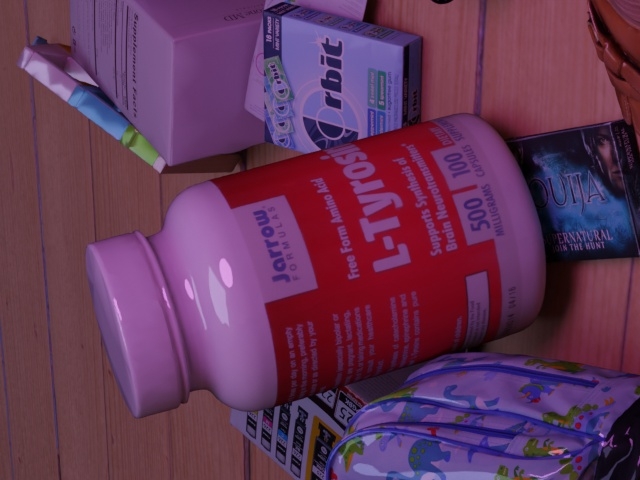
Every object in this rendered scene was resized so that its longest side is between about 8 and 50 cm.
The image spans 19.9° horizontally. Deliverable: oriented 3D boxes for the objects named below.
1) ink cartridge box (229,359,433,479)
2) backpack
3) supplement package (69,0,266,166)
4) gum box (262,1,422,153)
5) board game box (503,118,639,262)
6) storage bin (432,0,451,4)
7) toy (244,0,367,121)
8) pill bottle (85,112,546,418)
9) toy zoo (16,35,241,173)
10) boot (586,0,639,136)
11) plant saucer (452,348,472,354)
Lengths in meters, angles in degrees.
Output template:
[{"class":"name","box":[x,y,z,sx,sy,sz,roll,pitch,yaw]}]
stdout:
[{"class":"ink cartridge box","box":[0.050,0.221,2.014,0.309,0.130,0.271,38,140,29]},{"class":"backpack","box":[0.178,0.235,1.657,0.355,0.273,0.290,26,134,48]},{"class":"supplement package","box":[-0.167,-0.248,2.203,0.293,0.178,0.175,46,142,44]},{"class":"gum box","box":[0.022,-0.162,1.967,0.184,0.041,0.157,17,122,31]},{"class":"board game box","box":[0.239,-0.044,1.704,0.186,0.026,0.126,-7,98,63]},{"class":"storage bin","box":[0.096,-0.320,1.658,0.084,0.122,0.180,43,173,47]},{"class":"toy","box":[-0.004,-0.221,2.030,0.137,0.056,0.237,37,133,30]},{"class":"pill bottle","box":[-0.008,0.032,1.758,0.229,0.408,0.229,164,90,-76]},{"class":"toy zoo","box":[-0.257,-0.177,2.313,0.293,0.192,0.030,37,106,19]},{"class":"boot","box":[0.257,-0.218,1.521,0.283,0.109,0.220,-119,6,-51]},{"class":"plant saucer","box":[0.124,0.065,1.980,0.168,0.029,0.168,37,134,51]}]
